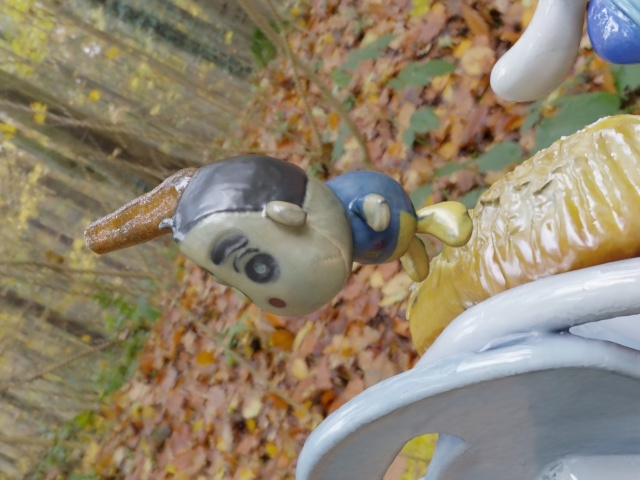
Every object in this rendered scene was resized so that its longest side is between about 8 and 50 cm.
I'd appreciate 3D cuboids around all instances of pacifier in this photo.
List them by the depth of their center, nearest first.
[{"bbox_3d":[0.140,0.128,0.373,0.238,0.287,0.226,113,154,-53],"label":"pacifier"}]

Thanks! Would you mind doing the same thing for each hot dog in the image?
[{"bbox_3d":[0.296,-0.001,0.911,0.367,0.196,0.365,-21,-20,-17],"label":"hot dog"}]

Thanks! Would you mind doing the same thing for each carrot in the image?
[{"bbox_3d":[-0.098,-0.015,0.520,0.093,0.032,0.032,-23,30,29],"label":"carrot"}]

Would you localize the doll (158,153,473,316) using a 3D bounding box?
[{"bbox_3d":[0.000,0.000,0.488,0.102,0.179,0.089,132,138,-51],"label":"doll"}]

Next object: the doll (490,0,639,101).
[{"bbox_3d":[0.289,-0.294,0.774,0.365,0.187,0.376,28,134,57],"label":"doll"}]
